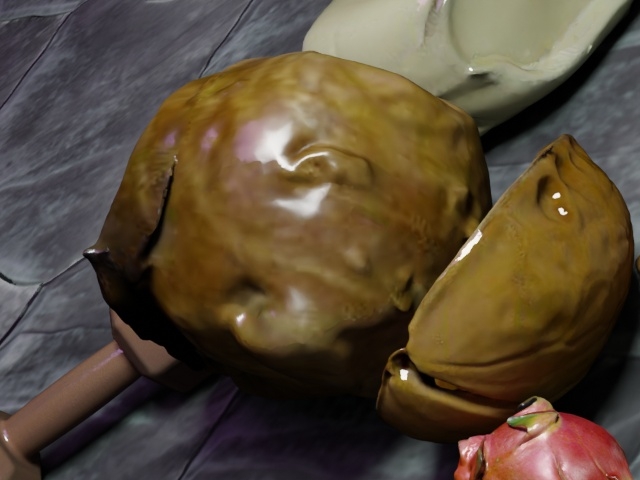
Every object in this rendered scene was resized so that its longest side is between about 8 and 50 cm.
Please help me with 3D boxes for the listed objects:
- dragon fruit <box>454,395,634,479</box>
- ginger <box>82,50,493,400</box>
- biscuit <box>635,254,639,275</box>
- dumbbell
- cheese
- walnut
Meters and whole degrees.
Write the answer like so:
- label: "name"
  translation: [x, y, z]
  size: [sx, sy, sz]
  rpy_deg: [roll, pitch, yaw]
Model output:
- label: "dragon fruit"
  translation: [0.120, 0.127, 0.883]
  size: [0.081, 0.086, 0.116]
  rpy_deg: [-45, 26, -15]
- label: "ginger"
  translation: [0.002, -0.003, 1.094]
  size: [0.223, 0.269, 0.200]
  rpy_deg: [14, 77, 23]
- label: "biscuit"
  translation: [0.247, -0.010, 0.960]
  size: [0.162, 0.035, 0.250]
  rpy_deg: [-38, 28, 19]
- label: "dumbbell"
  translation: [-0.174, 0.111, 1.269]
  size: [0.231, 0.092, 0.082]
  rpy_deg: [-37, 59, 11]
- label: "cheese"
  translation: [0.105, -0.181, 1.270]
  size: [0.266, 0.127, 0.233]
  rpy_deg: [-50, 27, -18]
- label: "walnut"
  translation: [0.119, 0.034, 0.974]
  size: [0.211, 0.087, 0.167]
  rpy_deg: [-46, -20, -42]
